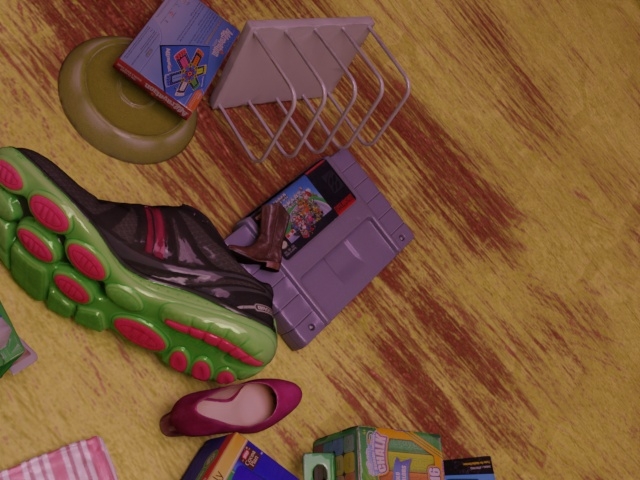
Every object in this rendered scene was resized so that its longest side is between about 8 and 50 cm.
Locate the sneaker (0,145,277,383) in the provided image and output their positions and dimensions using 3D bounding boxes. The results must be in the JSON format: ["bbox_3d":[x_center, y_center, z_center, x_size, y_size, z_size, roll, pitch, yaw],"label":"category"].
[{"bbox_3d":[-0.268,0.027,1.181,0.483,0.185,0.202,37,35,-19],"label":"sneaker"}]

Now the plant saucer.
[{"bbox_3d":[-0.307,-0.242,1.339,0.241,0.037,0.241,15,61,-28],"label":"plant saucer"}]

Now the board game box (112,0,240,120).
[{"bbox_3d":[-0.239,-0.331,1.395,0.145,0.027,0.281,35,40,-16],"label":"board game box"}]

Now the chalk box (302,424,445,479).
[{"bbox_3d":[0.072,0.366,1.256,0.213,0.132,0.132,13,62,-30],"label":"chalk box"}]

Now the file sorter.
[{"bbox_3d":[-0.014,-0.261,1.425,0.278,0.193,0.173,-14,63,-38],"label":"file sorter"}]

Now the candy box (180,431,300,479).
[{"bbox_3d":[-0.083,0.465,1.111,0.317,0.122,0.268,40,53,-12],"label":"candy box"}]

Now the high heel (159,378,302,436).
[{"bbox_3d":[-0.110,0.239,1.199,0.244,0.117,0.082,0,69,-34],"label":"high heel"}]

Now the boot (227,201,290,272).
[{"bbox_3d":[-0.100,-0.016,1.307,0.106,0.037,0.114,23,67,-34],"label":"boot"}]

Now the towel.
[{"bbox_3d":[-0.351,0.350,1.043,0.197,0.029,0.144,-15,78,-35],"label":"towel"}]

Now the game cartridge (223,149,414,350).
[{"bbox_3d":[0.000,0.000,1.427,0.230,0.068,0.355,54,50,-7],"label":"game cartridge"}]

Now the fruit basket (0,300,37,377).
[{"bbox_3d":[-0.522,0.056,0.917,0.353,0.165,0.327,53,19,0],"label":"fruit basket"}]

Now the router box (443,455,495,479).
[{"bbox_3d":[0.227,0.443,1.383,0.179,0.046,0.133,4,67,-33],"label":"router box"}]
